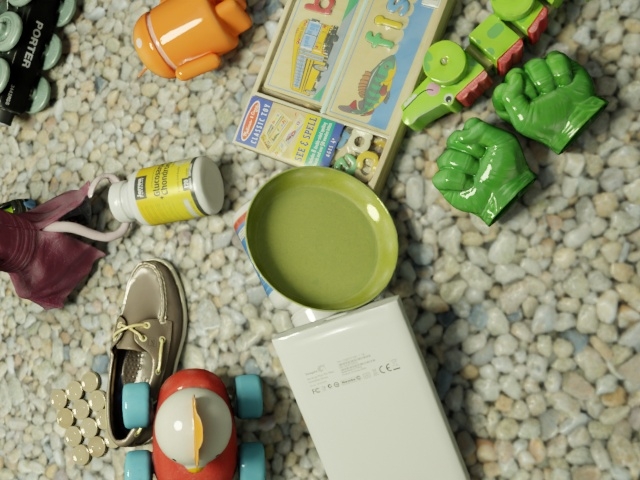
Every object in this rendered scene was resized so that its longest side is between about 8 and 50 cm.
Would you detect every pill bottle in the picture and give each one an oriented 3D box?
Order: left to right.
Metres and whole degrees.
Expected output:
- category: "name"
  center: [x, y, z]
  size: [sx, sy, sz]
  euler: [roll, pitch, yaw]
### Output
- category: "pill bottle"
  center: [-0.268, -0.081, 1.347]
  size: [0.184, 0.103, 0.103]
  euler: [-10, 81, 17]
- category: "pill bottle"
  center: [-0.043, 0.036, 1.244]
  size: [0.124, 0.124, 0.221]
  euler: [-31, 74, 13]

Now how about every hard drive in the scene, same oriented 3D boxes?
- category: "hard drive"
  center: [0.077, 0.254, 1.166]
  size: [0.203, 0.040, 0.307]
  euler: [-19, 99, 16]

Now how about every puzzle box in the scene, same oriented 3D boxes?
- category: "puzzle box"
  center: [0.045, -0.306, 1.293]
  size: [0.272, 0.052, 0.408]
  euler: [21, 91, 21]

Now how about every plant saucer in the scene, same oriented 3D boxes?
- category: "plant saucer"
  center: [0.000, 0.000, 1.182]
  size: [0.241, 0.037, 0.240]
  euler: [7, 64, -15]

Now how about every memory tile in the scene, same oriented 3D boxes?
- category: "memory tile"
  center: [-0.422, 0.321, 1.402]
  size: [0.113, 0.012, 0.148]
  euler: [-31, 76, 13]

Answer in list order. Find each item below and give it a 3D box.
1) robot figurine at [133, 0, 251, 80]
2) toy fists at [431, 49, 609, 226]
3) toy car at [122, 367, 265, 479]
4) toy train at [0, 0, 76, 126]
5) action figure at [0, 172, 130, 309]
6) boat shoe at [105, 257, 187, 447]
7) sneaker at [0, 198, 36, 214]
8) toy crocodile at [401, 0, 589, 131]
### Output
- category: "robot figurine"
  center: [-0.231, -0.362, 1.354]
  size: [0.220, 0.128, 0.158]
  euler: [-24, 101, 15]
- category: "toy fists"
  center: [0.287, -0.160, 1.165]
  size: [0.142, 0.096, 0.279]
  euler: [45, 99, 15]
- category: "toy car"
  center: [-0.189, 0.300, 1.167]
  size: [0.219, 0.238, 0.210]
  euler: [-2, 82, -9]
- category: "toy train"
  center: [-0.596, -0.385, 1.485]
  size: [0.190, 0.142, 0.333]
  euler: [16, 89, 30]
- category: "action figure"
  center: [-0.505, 0.011, 1.276]
  size: [0.276, 0.370, 0.248]
  euler: [-23, 77, 14]
- category: "boat shoe"
  center: [-0.306, 0.188, 1.332]
  size: [0.117, 0.097, 0.324]
  euler: [3, 85, 20]
- category: "sneaker"
  center: [-0.629, -0.029, 1.479]
  size: [0.188, 0.078, 0.067]
  euler: [-29, 75, 14]
- category: "toy crocodile"
  center: [0.259, -0.291, 1.183]
  size: [0.340, 0.115, 0.105]
  euler: [-44, 73, 9]
